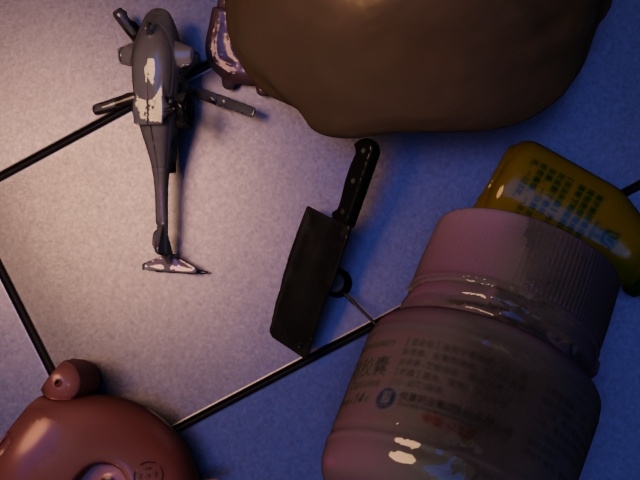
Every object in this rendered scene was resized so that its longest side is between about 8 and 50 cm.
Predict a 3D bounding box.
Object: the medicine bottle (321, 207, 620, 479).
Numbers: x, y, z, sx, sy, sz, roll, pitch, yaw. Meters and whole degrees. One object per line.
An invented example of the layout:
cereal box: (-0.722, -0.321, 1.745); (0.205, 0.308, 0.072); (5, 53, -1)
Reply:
medicine bottle: (0.157, 0.144, 1.752); (0.241, 0.241, 0.302); (21, 69, 6)

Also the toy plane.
toy plane: (-0.178, -0.105, 1.887); (0.182, 0.107, 0.273); (19, 95, 13)

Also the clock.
clock: (-0.236, 0.275, 1.858); (0.241, 0.142, 0.227); (39, 91, 2)

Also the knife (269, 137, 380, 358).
knife: (0.000, 0.000, 1.870); (0.072, 0.019, 0.245); (32, 108, 38)

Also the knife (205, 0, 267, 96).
knife: (-0.057, -0.357, 1.923); (0.132, 0.038, 0.399); (11, 89, 8)

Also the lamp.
lamp: (0.047, 0.075, 1.882); (0.121, 0.054, 0.041); (44, 92, 6)

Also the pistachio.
pistachio: (0.120, -0.277, 1.799); (0.445, 0.281, 0.365); (-30, 99, 15)

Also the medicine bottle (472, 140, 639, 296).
medicine bottle: (0.310, 0.010, 1.850); (0.309, 0.076, 0.111); (30, 93, 7)
